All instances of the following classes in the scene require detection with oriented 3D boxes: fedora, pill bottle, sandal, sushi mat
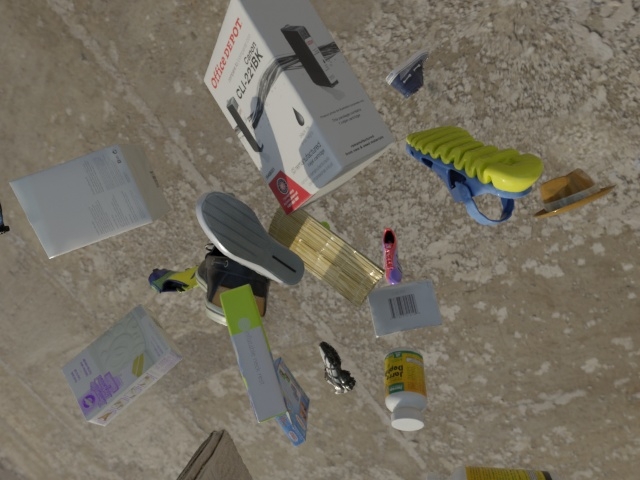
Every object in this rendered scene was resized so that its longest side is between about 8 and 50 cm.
[{"bbox_3d":[0.578,-0.117,1.001,0.195,0.194,0.079,-26,86,34],"label":"fedora"},{"bbox_3d":[0.242,0.422,1.216,0.118,0.208,0.117,4,136,3],"label":"pill bottle"},{"bbox_3d":[0.272,-0.131,0.830,0.126,0.317,0.138,-18,126,-15],"label":"sandal"},{"bbox_3d":[0.005,0.033,1.089,0.317,0.019,0.151,37,131,7],"label":"sushi mat"},{"bbox_3d":[0.450,0.690,1.102,0.335,0.187,0.187,-3,117,15],"label":"pill bottle"}]

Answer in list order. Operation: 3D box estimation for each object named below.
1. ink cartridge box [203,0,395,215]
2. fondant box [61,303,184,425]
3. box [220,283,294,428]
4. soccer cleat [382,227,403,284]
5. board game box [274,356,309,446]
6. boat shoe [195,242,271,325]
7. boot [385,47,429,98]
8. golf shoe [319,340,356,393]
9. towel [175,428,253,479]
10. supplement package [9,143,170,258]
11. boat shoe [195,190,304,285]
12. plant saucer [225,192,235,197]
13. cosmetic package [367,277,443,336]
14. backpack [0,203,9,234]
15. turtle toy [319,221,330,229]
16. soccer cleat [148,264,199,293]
[{"bbox_3d":[-0.044,-0.203,0.648,0.272,0.114,0.197,59,149,1],"label":"ink cartridge box"},{"bbox_3d":[-0.671,0.415,1.450,0.238,0.330,0.096,40,166,31],"label":"fondant box"},{"bbox_3d":[-0.086,0.148,0.546,0.109,0.043,0.178,146,107,-74],"label":"box"},{"bbox_3d":[0.295,0.066,1.792,0.083,0.247,0.095,-9,148,17],"label":"soccer cleat"},{"bbox_3d":[-0.091,0.431,1.164,0.039,0.211,0.160,-33,95,4],"label":"board game box"},{"bbox_3d":[-0.217,0.082,1.097,0.187,0.500,0.155,17,92,-17],"label":"boat shoe"},{"bbox_3d":[0.271,-0.476,1.225,0.086,0.190,0.069,47,154,1],"label":"boot"},{"bbox_3d":[0.037,0.461,1.529,0.094,0.077,0.198,-39,75,24],"label":"golf shoe"},{"bbox_3d":[-0.177,0.530,0.820,0.049,0.187,0.282,-21,101,21],"label":"towel"},{"bbox_3d":[-0.565,-0.109,1.087,0.263,0.198,0.199,-20,104,-2],"label":"supplement package"},{"bbox_3d":[-0.124,0.007,0.695,0.076,0.083,0.226,1,143,47],"label":"boat shoe"},{"bbox_3d":[-0.262,-0.074,1.095,0.021,0.119,0.119,30,133,-33],"label":"plant saucer"},{"bbox_3d":[0.296,0.237,1.488,0.218,0.385,0.156,-14,76,12],"label":"cosmetic package"},{"bbox_3d":[-0.513,-0.059,0.594,0.084,0.105,0.114,-24,86,52],"label":"backpack"},{"bbox_3d":[0.000,0.000,1.320,0.095,0.130,0.066,23,163,-17],"label":"turtle toy"},{"bbox_3d":[-0.525,0.163,1.668,0.121,0.289,0.093,42,116,33],"label":"soccer cleat"}]
